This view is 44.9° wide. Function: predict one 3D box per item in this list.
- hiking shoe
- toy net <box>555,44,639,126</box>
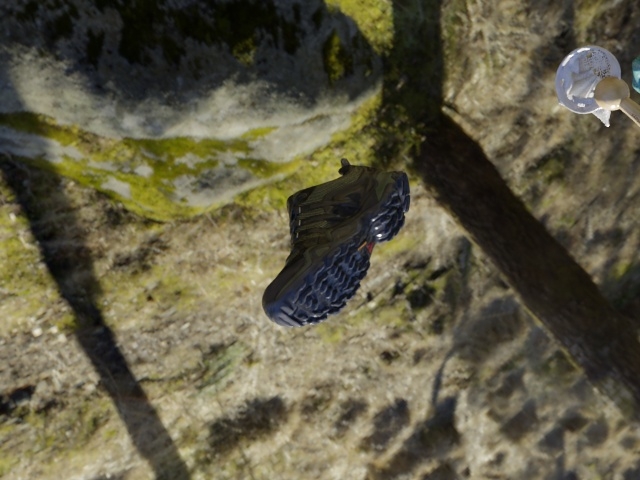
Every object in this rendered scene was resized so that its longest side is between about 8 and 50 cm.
[{"bbox_3d":[0.000,0.000,0.840,0.227,0.114,0.086,-46,139,-29],"label":"hiking shoe"},{"bbox_3d":[0.243,-0.124,0.617,0.045,0.232,0.122,-32,114,-7],"label":"toy net"}]
